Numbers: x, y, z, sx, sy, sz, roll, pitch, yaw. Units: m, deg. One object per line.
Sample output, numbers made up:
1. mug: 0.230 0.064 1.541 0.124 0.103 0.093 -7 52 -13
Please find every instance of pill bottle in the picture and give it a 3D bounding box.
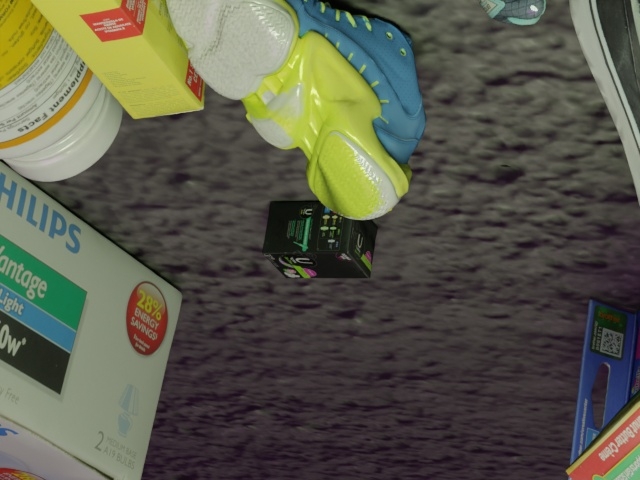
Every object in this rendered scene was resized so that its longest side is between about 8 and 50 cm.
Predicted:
1. pill bottle: -0.231 -0.141 1.282 0.136 0.136 0.245 1 155 21

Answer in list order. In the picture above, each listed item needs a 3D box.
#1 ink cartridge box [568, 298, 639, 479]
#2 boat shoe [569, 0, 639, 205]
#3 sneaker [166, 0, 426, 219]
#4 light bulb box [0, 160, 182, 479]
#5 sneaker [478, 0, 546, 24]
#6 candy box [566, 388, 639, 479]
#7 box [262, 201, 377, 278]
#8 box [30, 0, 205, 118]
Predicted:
1. ink cartridge box: 0.384 0.174 1.734 0.311 0.185 0.065 17 159 -17
2. boat shoe: 0.253 -0.056 1.131 0.108 0.301 0.102 -23 -179 -17
3. sneaker: -0.010 -0.133 1.299 0.091 0.126 0.240 -17 116 42
4. light bulb box: -0.391 0.089 1.799 0.361 0.225 0.358 -3 155 30
5. sneaker: 0.090 -0.182 1.029 0.283 0.122 0.110 9 -169 5
6. candy box: 0.346 0.070 1.327 0.122 0.317 0.268 44 158 8
7. box: 0.000 0.000 1.647 0.083 0.052 0.062 -1 157 22
8. box: -0.143 -0.172 1.241 0.058 0.087 0.232 -5 153 17
